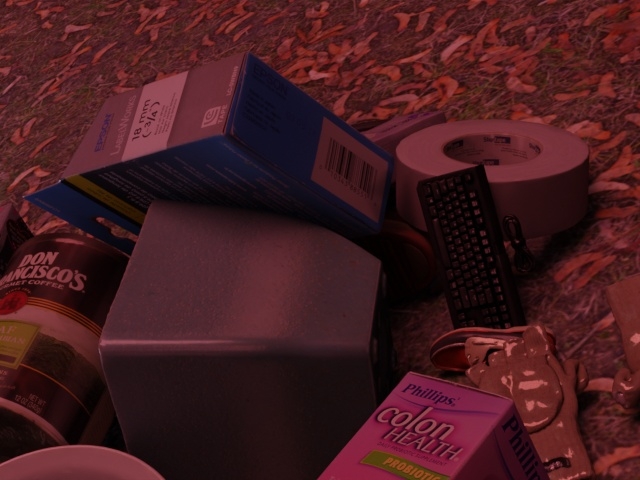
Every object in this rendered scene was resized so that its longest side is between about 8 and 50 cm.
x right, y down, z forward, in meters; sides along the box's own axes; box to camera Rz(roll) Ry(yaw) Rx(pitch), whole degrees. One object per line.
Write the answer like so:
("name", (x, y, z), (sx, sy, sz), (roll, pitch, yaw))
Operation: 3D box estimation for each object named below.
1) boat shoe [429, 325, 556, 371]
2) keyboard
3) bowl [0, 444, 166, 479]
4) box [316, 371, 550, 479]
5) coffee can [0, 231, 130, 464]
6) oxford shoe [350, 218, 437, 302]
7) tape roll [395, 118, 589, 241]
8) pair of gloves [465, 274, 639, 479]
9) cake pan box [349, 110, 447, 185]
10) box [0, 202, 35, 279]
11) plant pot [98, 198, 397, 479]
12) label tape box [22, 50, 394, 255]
("boat shoe", (0.174, 0.118, 1.403), (0.137, 0.049, 0.043), (-7, 39, 23))
("keyboard", (0.170, 0.013, 1.445), (0.108, 0.180, 0.023), (-14, 4, 23))
("bowl", (-0.245, 0.349, 1.279), (0.297, 0.134, 0.298), (-9, 42, 9))
("box", (0.080, 0.271, 1.089), (0.117, 0.214, 0.243), (10, 47, 46))
("coffee can", (-0.322, 0.154, 1.584), (0.201, 0.202, 0.275), (-11, 36, 26))
("oxford shoe", (0.000, 0.000, 1.640), (0.348, 0.123, 0.130), (0, 35, 36))
("tape roll", (0.195, -0.072, 1.559), (0.219, 0.072, 0.219), (-1, 22, 1))
("pair of gloves", (0.267, 0.137, 1.285), (0.240, 0.042, 0.204), (-24, 40, 1))
("cake pan box", (0.009, -0.098, 1.741), (0.245, 0.070, 0.267), (-3, 14, 33))
("box", (-0.503, 0.075, 1.873), (0.247, 0.163, 0.142), (-17, 32, 17))
("plant pot", (-0.055, 0.119, 1.407), (0.252, 0.248, 0.247), (-2, 37, 9))
("label tape box", (-0.126, -0.072, 1.502), (0.333, 0.240, 0.106), (-11, 58, 41))
